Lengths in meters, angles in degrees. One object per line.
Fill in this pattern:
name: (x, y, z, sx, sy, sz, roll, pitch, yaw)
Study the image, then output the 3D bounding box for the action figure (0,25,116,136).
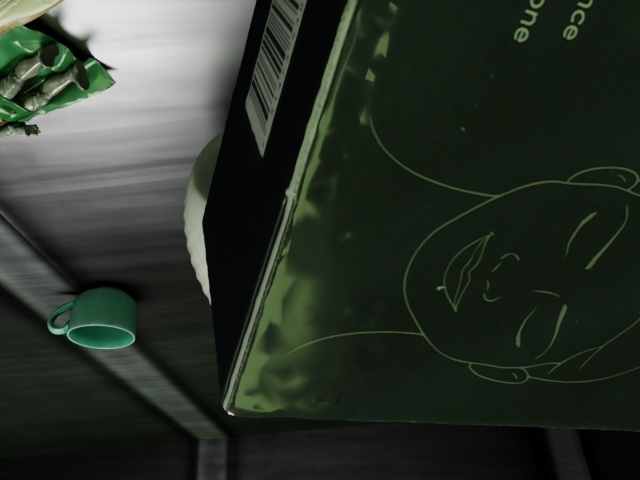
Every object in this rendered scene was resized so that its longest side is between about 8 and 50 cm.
action figure: (-0.384, -0.170, 0.728, 0.232, 0.063, 0.137, -19, 149, 29)

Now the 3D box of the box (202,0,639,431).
box: (0.185, -0.108, 0.507, 0.472, 0.297, 0.479, 10, 118, -20)

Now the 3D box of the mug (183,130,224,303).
mug: (0.000, 0.000, 0.834, 0.374, 0.276, 0.328, 0, 143, 13)

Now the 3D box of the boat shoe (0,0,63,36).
boat shoe: (-0.350, -0.241, 0.577, 0.285, 0.102, 0.092, -21, 140, 18)

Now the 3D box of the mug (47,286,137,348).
mug: (-0.452, 0.149, 1.206, 0.158, 0.097, 0.129, 25, 139, -38)
